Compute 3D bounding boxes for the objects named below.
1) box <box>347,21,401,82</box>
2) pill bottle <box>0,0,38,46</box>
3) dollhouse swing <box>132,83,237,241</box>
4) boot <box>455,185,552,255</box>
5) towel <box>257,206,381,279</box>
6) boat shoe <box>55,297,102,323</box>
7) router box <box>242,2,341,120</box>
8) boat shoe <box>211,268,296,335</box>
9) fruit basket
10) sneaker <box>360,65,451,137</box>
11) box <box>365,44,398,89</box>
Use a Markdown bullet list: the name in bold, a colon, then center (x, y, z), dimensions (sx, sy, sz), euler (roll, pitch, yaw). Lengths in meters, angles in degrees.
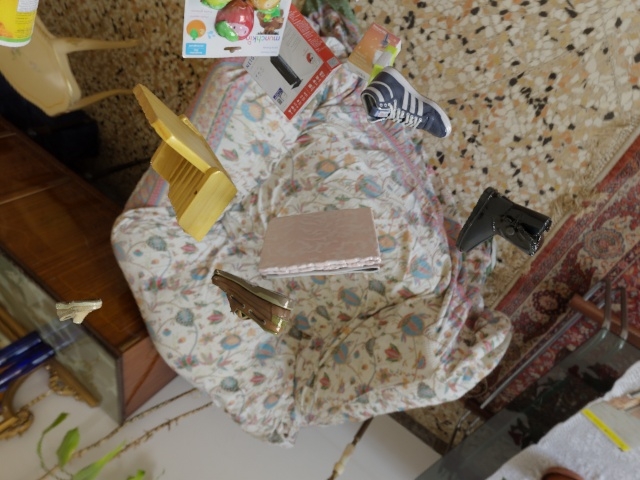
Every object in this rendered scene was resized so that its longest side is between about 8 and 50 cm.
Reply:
- **box**: center (0.202, -0.698, 1.549), dimensions (0.130, 0.091, 0.171), euler (35, 96, 6)
- **pill bottle**: center (-0.726, -0.592, 0.945), dimensions (0.136, 0.136, 0.246), euler (48, 126, 4)
- **dollhouse swing**: center (-0.476, -0.234, 1.270), dimensions (0.315, 0.304, 0.347), euler (-49, 53, 17)
- **boot**: center (0.533, -0.013, 1.216), dimensions (0.207, 0.094, 0.247), euler (41, 134, 29)
- **towel**: center (0.000, 0.000, 1.194), dimensions (0.331, 0.317, 0.054), euler (-5, 120, 4)
- **boat shoe**: center (-0.744, 0.220, 1.275), dimensions (0.189, 0.068, 0.072), euler (-10, 81, 31)
- **router box**: center (-0.123, -0.692, 1.624), dimensions (0.301, 0.082, 0.335), euler (47, 144, -8)
- **boat shoe**: center (-0.205, 0.159, 1.103), dimensions (0.307, 0.110, 0.105), euler (16, 81, 42)
- **fruit basket**: center (-0.217, -0.670, 1.158), dimensions (0.165, 0.326, 0.353), euler (55, 144, 28)
- **sneaker**: center (0.244, -0.376, 1.223), dimensions (0.282, 0.153, 0.099), euler (44, 160, 5)
- **box**: center (0.206, -0.575, 1.405), dimensions (0.042, 0.178, 0.109), euler (26, 142, 5)
